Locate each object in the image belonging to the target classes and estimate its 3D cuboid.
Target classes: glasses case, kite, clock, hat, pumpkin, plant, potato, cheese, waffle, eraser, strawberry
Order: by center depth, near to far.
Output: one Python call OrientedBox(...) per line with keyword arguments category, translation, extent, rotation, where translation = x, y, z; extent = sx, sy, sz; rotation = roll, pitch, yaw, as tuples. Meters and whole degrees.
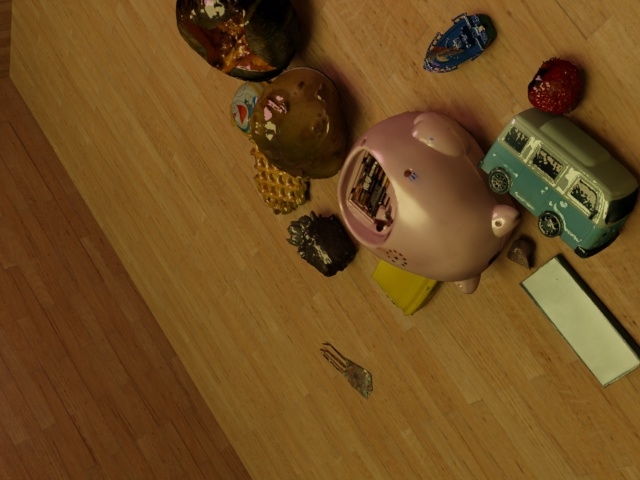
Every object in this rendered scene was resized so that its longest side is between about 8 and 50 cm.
OrientedBox(category="strawberry", translation=(0.420, -0.271, 1.225), extent=(0.106, 0.106, 0.106), rotation=(32, 136, 38))
OrientedBox(category="glasses case", translation=(0.537, 0.159, 1.409), extent=(0.105, 0.056, 0.266), rotation=(-45, 74, 30))
OrientedBox(category="hat", translation=(0.429, 0.025, 1.467), extent=(0.058, 0.042, 0.087), rotation=(32, 170, 37))
OrientedBox(category="clock", translation=(0.221, -0.077, 1.476), extent=(0.377, 0.250, 0.368), rotation=(46, 141, 24))
OrientedBox(category="pumpkin", translation=(-0.203, -0.539, 1.706), extent=(0.320, 0.192, 0.320), rotation=(15, 154, 7))
OrientedBox(category="potato", translation=(-0.065, -0.256, 1.717), extent=(0.246, 0.196, 0.300), rotation=(8, 136, 24))
OrientedBox(category="eraser", translation=(0.228, 0.075, 1.737), extent=(0.158, 0.069, 0.226), rotation=(51, 145, 22))
OrientedBox(category="cheese", translation=(-0.167, -0.385, 1.937), extent=(0.270, 0.069, 0.177), rotation=(-9, 85, 42))
OrientedBox(category="plant", translation=(0.000, 0.000, 1.940), extent=(0.194, 0.129, 0.132), rotation=(45, 141, 19))
OrientedBox(category="waffle", translation=(-0.133, -0.207, 2.043), extent=(0.291, 0.051, 0.291), rotation=(28, 131, 38))
OrientedBox(category="kite", translation=(0.084, 0.407, 2.211), extent=(0.229, 0.016, 0.127), rotation=(38, 136, 28))

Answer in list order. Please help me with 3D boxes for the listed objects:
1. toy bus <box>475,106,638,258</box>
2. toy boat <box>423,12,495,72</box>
OrientedBox(category="toy bus", translation=(0.444, -0.116, 1.261), extent=(0.271, 0.133, 0.165), rotation=(48, 139, 25))
OrientedBox(category="toy boat", translation=(0.249, -0.377, 1.361), extent=(0.175, 0.110, 0.091), rotation=(-25, 91, 58))
